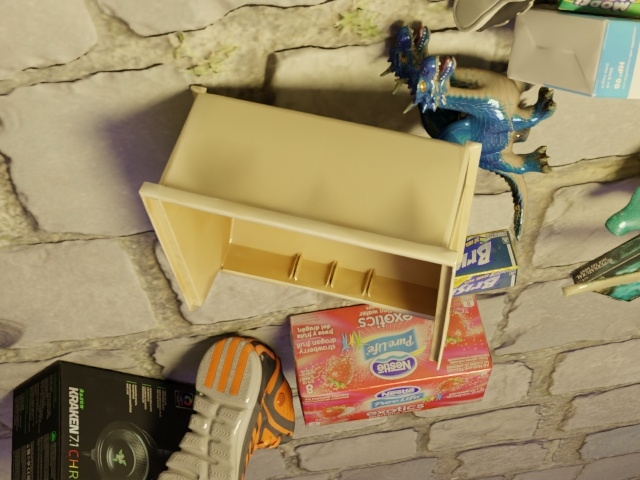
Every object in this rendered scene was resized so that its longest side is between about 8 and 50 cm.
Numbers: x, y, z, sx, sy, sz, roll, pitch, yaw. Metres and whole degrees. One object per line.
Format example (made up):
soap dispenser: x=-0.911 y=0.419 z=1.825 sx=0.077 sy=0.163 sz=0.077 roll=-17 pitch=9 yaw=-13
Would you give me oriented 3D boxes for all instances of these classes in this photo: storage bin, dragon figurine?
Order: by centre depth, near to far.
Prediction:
dragon figurine: x=0.134 y=-0.098 z=0.900 sx=0.144 sy=0.085 sz=0.289 roll=-10 pitch=149 yaw=2
storage bin: x=0.000 y=0.000 z=0.906 sx=0.262 sy=0.123 sz=0.260 roll=12 pitch=153 yaw=10

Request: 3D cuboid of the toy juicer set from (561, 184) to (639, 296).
toy juicer set: x=0.427 y=-0.054 z=1.075 sx=0.209 sy=0.089 sz=0.329 roll=4 pitch=140 yaw=-39

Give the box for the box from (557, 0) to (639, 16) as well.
box: x=0.235 y=-0.210 z=0.680 sx=0.105 sy=0.043 sz=0.179 roll=3 pitch=161 yaw=-5

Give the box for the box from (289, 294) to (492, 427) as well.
box: x=0.092 y=0.162 z=1.323 sx=0.257 sy=0.122 sz=0.128 roll=-8 pitch=151 yaw=-2

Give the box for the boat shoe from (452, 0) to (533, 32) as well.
boat shoe: x=0.151 y=-0.197 z=0.751 sx=0.038 sy=0.046 sz=0.125 roll=-14 pitch=169 yaw=-29

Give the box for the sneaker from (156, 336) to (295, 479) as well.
sneaker: x=-0.115 y=0.300 z=1.345 sx=0.125 sy=0.321 sz=0.180 roll=17 pitch=173 yaw=28

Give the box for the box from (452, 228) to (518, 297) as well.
box: x=0.152 y=0.037 z=1.185 sx=0.169 sy=0.054 sz=0.059 roll=-11 pitch=152 yaw=2

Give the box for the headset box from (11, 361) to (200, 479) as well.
headset box: x=-0.283 y=0.329 z=1.384 sx=0.131 sy=0.246 sz=0.283 roll=-29 pitch=145 yaw=36

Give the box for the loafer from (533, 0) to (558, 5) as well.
loafer: x=0.216 y=-0.210 z=0.768 sx=0.125 sy=0.039 sz=0.045 roll=-17 pitch=152 yaw=14

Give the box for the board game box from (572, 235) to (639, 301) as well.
board game box: x=0.442 y=0.024 z=1.279 sx=0.126 sy=0.026 sz=0.186 roll=14 pitch=144 yaw=-37

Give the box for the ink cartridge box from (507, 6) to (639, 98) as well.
ink cartridge box: x=0.257 y=-0.151 z=0.791 sx=0.180 sy=0.104 sz=0.060 roll=-3 pitch=108 yaw=-29
